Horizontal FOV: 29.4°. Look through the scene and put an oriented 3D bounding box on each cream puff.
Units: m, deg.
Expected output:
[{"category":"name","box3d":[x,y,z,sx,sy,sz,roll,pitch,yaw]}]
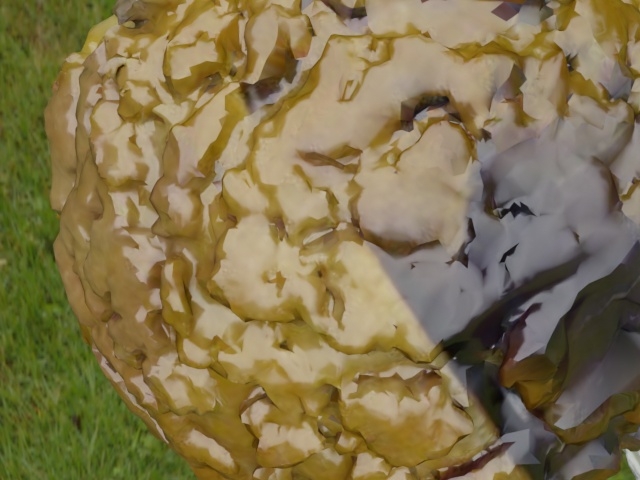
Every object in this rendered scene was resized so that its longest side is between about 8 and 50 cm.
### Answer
[{"category":"cream puff","box3d":[0.051,-0.019,0.537,0.327,0.231,0.343,-6,114,-28]}]

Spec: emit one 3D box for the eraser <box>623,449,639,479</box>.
[{"category":"eraser","box3d":[0.492,0.256,1.571,0.332,0.101,0.155,-3,61,-58]}]
